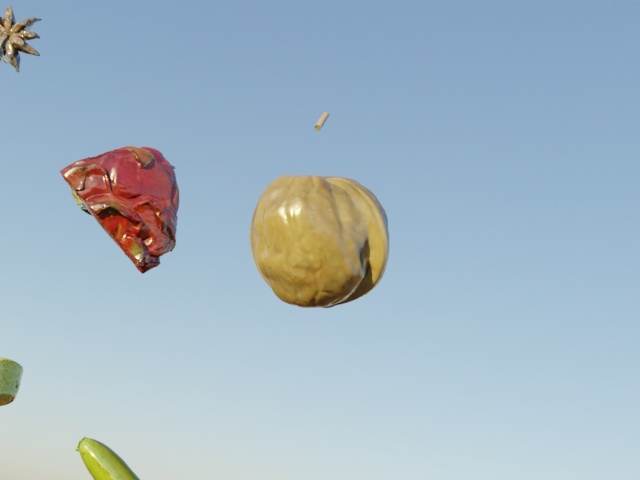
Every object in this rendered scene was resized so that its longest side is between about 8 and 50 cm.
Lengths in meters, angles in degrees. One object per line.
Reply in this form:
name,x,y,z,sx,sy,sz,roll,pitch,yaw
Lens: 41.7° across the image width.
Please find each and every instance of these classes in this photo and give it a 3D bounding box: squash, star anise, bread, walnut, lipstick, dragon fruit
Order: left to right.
bread,-0.843,0.367,2.205,0.111,0.114,0.129,-7,-27,13
star anise,-0.846,-0.554,2.267,0.195,0.183,0.065,13,-14,3
squash,-0.347,0.418,1.439,0.201,0.066,0.066,46,-19,9
dragon fruit,-0.491,-0.109,2.250,0.286,0.329,0.228,-29,-23,-11
walnut,0.000,0.000,1.654,0.285,0.285,0.296,8,12,16
lipstick,0.004,-0.315,2.219,0.019,0.094,0.019,7,-59,12

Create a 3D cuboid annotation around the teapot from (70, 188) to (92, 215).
teapot,-0.664,-0.133,2.491,0.165,0.119,0.130,22,-15,-28
